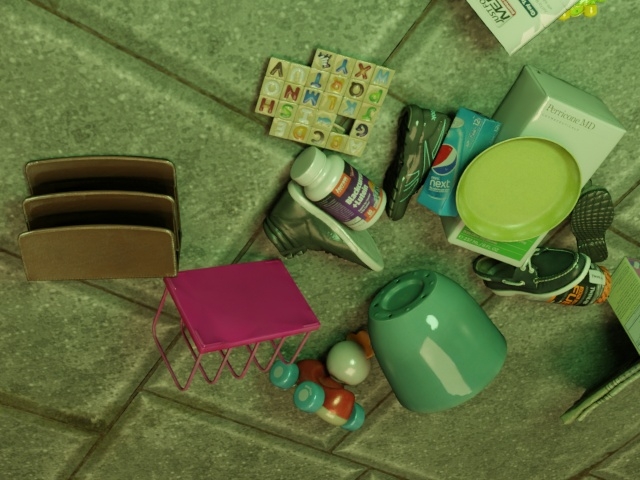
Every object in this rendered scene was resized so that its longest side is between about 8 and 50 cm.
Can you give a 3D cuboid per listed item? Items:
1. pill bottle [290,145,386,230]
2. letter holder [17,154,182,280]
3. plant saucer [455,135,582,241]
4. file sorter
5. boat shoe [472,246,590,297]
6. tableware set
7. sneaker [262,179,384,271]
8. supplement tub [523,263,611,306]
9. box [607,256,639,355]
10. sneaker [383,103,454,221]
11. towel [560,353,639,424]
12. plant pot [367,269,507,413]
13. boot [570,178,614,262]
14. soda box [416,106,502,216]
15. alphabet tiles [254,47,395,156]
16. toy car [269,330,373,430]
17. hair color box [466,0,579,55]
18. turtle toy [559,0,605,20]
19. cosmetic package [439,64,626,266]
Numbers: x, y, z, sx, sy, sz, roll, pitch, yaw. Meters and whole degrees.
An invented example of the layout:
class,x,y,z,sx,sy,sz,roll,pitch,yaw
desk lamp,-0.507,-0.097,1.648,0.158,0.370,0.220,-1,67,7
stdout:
class,x,y,z,sx,sy,sz,roll,pitch,yaw
pill bottle,0.035,-0.110,1.520,0.194,0.108,0.108,33,118,-29
letter holder,-0.445,-0.048,1.488,0.302,0.152,0.214,-1,126,-6
plant saucer,0.380,-0.103,1.421,0.241,0.037,0.240,-1,126,-1
file sorter,-0.194,0.187,1.607,0.291,0.202,0.182,-7,139,-37
boat shoe,0.457,0.063,1.629,0.091,0.114,0.303,37,153,-18
tableware set,-0.001,-0.256,1.458,0.141,0.020,0.168,16,124,-18
sneaker,0.000,0.000,1.612,0.296,0.104,0.147,38,117,-23
supplement tub,0.581,0.095,1.741,0.191,0.117,0.117,7,127,-12
box,0.836,0.172,1.752,0.214,0.243,0.117,11,126,-14
sneaker,0.200,-0.149,1.516,0.106,0.101,0.267,4,128,-12
towel,0.793,0.361,1.905,0.324,0.056,0.312,-46,161,28
plant pot,0.247,0.210,1.699,0.293,0.293,0.235,-28,110,15
boot,0.568,-0.076,1.568,0.084,0.161,0.246,-6,144,14
soda box,0.276,-0.155,1.467,0.071,0.067,0.210,2,117,-49
alphabet tiles,0.001,-0.274,1.428,0.237,0.009,0.198,12,124,-14
toy car,0.040,0.322,1.848,0.219,0.210,0.238,36,88,-43
hair color box,0.409,-0.491,1.230,0.347,0.105,0.174,-38,94,21
turtle toy,0.470,-0.451,1.329,0.130,0.066,0.095,-6,103,0
cosmetic package,0.418,-0.146,1.510,0.197,0.155,0.365,18,125,-16
